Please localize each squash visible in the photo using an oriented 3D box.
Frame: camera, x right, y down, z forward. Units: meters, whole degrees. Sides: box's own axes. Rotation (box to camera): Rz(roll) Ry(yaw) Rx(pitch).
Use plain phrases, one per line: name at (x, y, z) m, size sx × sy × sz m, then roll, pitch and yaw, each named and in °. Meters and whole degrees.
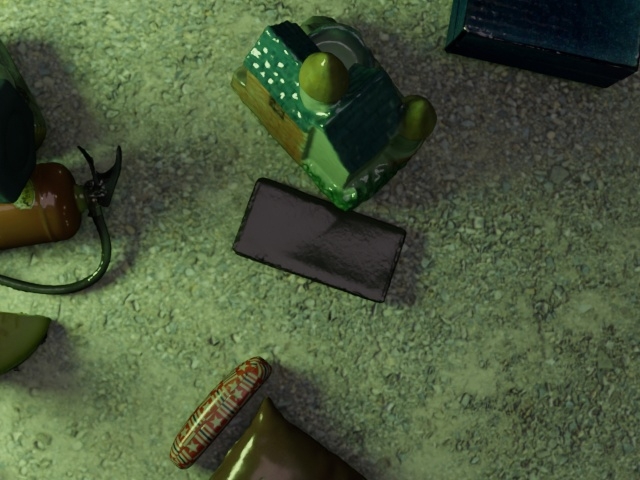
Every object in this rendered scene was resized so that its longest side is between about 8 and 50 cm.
squash at (-0.480, 0.132, 1.041) m, size 0.203 × 0.288 × 0.111 m, roll 9°, pitch 83°, yaw -6°

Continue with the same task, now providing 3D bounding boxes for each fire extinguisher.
fire extinguisher at (-0.451, -0.016, 1.163) m, size 0.376 × 0.113 × 0.200 m, roll -11°, pitch 130°, yaw -6°

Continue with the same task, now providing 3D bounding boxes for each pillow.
pillow at (-0.047, 0.432, 1.162) m, size 0.305 × 0.108 × 0.308 m, roll 37°, pitch 82°, yaw -5°

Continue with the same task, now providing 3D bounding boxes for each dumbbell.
dumbbell at (-0.531, -0.128, 1.036) m, size 0.316 × 0.143 × 0.156 m, roll 2°, pitch 101°, yaw 3°

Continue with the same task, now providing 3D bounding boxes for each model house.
model house at (0.030, -0.209, 1.104) m, size 0.194 × 0.325 × 0.267 m, roll -41°, pitch 87°, yaw -7°

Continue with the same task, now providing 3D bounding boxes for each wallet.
wallet at (0.000, 0.000, 1.242) m, size 0.244 × 0.025 × 0.124 m, roll 19°, pitch 82°, yaw -3°

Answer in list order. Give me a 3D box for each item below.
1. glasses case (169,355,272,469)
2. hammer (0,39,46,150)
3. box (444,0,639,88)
glasses case at (-0.148, 0.243, 1.182) m, size 0.049 × 0.073 × 0.194 m, roll 41°, pitch 82°, yaw 6°
hammer at (-0.554, -0.156, 1.157) m, size 0.305 × 0.113 × 0.202 m, roll -29°, pitch 87°, yaw 0°
box at (0.356, -0.399, 1.271) m, size 0.279 × 0.116 × 0.261 m, roll 11°, pitch 83°, yaw -6°
